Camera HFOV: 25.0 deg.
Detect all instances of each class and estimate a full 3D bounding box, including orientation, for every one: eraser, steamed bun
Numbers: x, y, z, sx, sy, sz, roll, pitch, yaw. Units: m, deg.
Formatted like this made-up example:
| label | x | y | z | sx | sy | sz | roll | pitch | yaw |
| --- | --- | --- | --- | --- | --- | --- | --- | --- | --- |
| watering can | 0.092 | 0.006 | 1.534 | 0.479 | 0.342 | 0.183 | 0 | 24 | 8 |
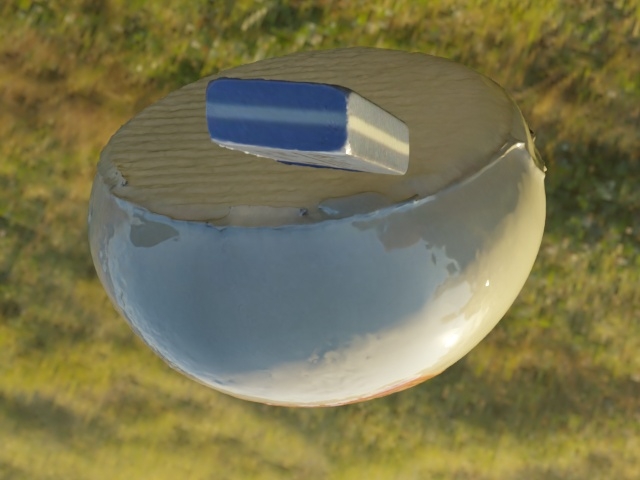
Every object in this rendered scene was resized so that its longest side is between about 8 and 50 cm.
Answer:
| label | x | y | z | sx | sy | sz | roll | pitch | yaw |
| --- | --- | --- | --- | --- | --- | --- | --- | --- | --- |
| eraser | -0.001 | -0.065 | 0.861 | 0.082 | 0.036 | 0.225 | 6 | -179 | 12 |
| steamed bun | 0.000 | 0.000 | 1.189 | 0.374 | 0.374 | 0.241 | 8 | 122 | 26 |
